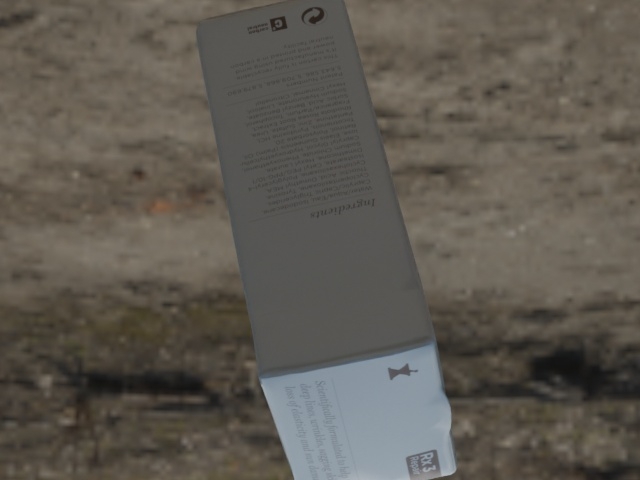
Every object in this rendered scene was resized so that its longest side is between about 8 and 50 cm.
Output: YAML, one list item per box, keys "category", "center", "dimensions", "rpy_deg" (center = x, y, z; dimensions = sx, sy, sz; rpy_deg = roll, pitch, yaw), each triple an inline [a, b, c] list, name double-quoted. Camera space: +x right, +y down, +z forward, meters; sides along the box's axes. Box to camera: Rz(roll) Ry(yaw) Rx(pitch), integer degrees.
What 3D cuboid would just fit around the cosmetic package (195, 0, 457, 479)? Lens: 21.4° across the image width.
- category: "cosmetic package"
  center: [0.000, 0.000, 0.832]
  dimensions: [0.085, 0.231, 0.117]
  rpy_deg: [-12, 139, 1]
